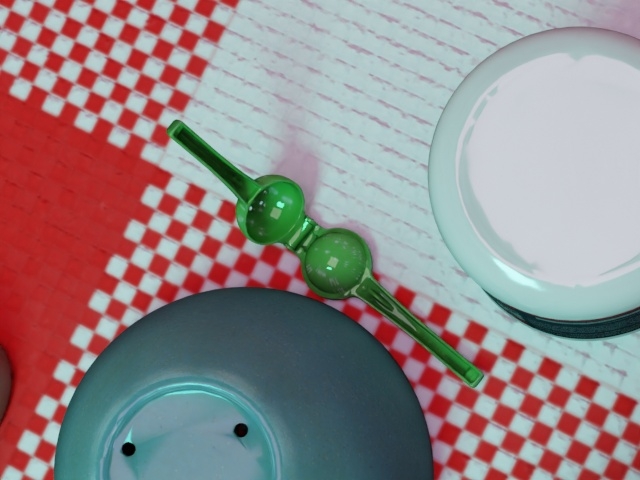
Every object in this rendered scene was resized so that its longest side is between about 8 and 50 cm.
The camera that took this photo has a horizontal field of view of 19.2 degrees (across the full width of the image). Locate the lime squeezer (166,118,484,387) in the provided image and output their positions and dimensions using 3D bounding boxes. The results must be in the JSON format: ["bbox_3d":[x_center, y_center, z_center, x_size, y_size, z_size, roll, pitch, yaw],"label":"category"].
[{"bbox_3d":[0.000,0.000,1.435,0.310,0.110,0.059,41,73,-17],"label":"lime squeezer"}]

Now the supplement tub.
[{"bbox_3d":[0.182,-0.030,1.312,0.191,0.272,0.191,-1,82,10],"label":"supplement tub"}]

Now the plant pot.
[{"bbox_3d":[-0.073,0.170,1.372,0.290,0.195,0.290,-1,83,10],"label":"plant pot"}]

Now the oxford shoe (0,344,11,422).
[{"bbox_3d":[-0.355,0.222,1.448,0.123,0.130,0.348,18,86,12],"label":"oxford shoe"}]
